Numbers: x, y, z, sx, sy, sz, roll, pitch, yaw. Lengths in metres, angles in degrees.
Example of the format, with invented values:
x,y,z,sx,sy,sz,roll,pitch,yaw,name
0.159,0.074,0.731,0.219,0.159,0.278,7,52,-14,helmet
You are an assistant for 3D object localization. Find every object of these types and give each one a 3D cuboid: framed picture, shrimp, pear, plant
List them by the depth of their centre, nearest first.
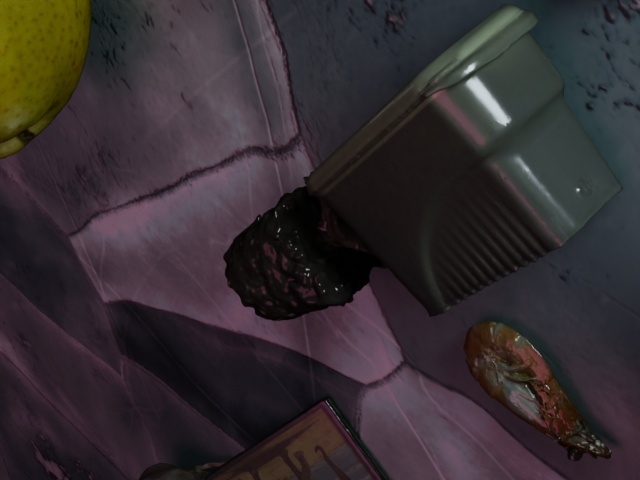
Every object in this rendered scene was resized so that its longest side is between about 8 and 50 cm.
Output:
x,y,z,sx,sy,sz,roll,pitch,yaw,name
0.210,0.152,1.130,0.184,0.043,0.091,46,141,16,shrimp
0.000,0.000,1.181,0.203,0.131,0.142,-24,93,45,plant
-0.449,-0.283,1.298,0.418,0.362,0.362,56,146,4,pear
0.025,0.398,1.508,0.265,0.016,0.347,-37,87,35,framed picture

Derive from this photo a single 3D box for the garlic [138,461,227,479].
x,y,z,sx,sy,sz,roll,pitch,yaw,name
-0.180,0.429,1.780,0.257,0.207,0.207,-30,94,21,garlic

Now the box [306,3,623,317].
x,y,z,sx,sy,sz,roll,pitch,yaw,name
0.126,-0.059,0.991,0.178,0.138,0.274,50,149,-2,box
